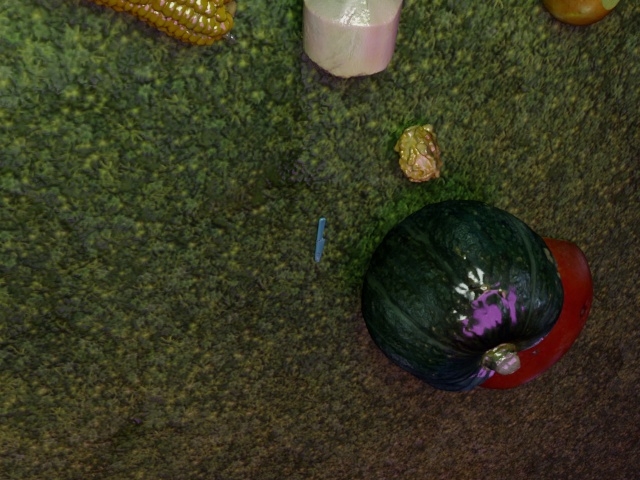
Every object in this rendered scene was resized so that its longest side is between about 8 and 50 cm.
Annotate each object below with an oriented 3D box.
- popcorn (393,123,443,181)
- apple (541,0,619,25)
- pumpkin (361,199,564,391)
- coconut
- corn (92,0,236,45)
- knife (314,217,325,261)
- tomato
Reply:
[{"bbox_3d":[0.139,-0.122,1.226,0.057,0.083,0.082,-14,109,24],"label":"popcorn"},{"bbox_3d":[0.333,-0.331,1.115,0.102,0.099,0.114,24,90,-51],"label":"apple"},{"bbox_3d":[0.188,0.069,1.307,0.293,0.263,0.197,-45,132,15],"label":"pumpkin"},{"bbox_3d":[0.035,-0.258,0.996,0.116,0.116,0.122,-15,142,-18],"label":"coconut"},{"bbox_3d":[-0.212,-0.275,0.841,0.313,0.102,0.102,14,123,-39],"label":"corn"},{"bbox_3d":[0.000,0.000,1.314,0.014,0.005,0.091,-11,136,-20],"label":"knife"},{"bbox_3d":[0.359,0.154,1.583,0.338,0.143,0.338,-16,135,-17],"label":"tomato"}]
